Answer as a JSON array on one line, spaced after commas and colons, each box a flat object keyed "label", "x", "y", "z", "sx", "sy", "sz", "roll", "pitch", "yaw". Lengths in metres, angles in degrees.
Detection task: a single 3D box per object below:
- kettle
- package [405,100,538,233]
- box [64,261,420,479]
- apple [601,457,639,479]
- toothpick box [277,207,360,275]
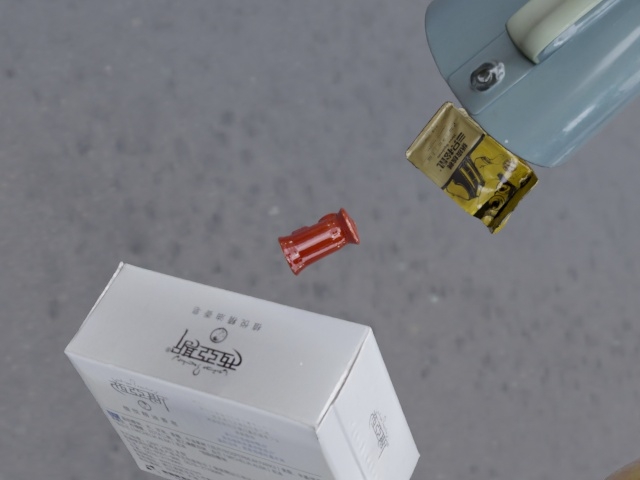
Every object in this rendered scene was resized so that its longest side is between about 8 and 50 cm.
[{"label": "kettle", "x": 0.197, "y": -0.179, "z": 1.068, "sx": 0.210, "sy": 0.243, "sz": 0.160, "roll": -21, "pitch": 75, "yaw": -54}, {"label": "package", "x": 0.147, "y": -0.066, "z": 1.421, "sx": 0.071, "sy": 0.131, "sz": 0.047, "roll": -54, "pitch": 151, "yaw": 12}, {"label": "box", "x": -0.068, "y": 0.149, "z": 1.390, "sx": 0.116, "sy": 0.274, "sz": 0.203, "roll": -59, "pitch": 146, "yaw": -29}, {"label": "apple", "x": 0.341, "y": 0.357, "z": 1.251, "sx": 0.391, "sy": 0.346, "sz": 0.391, "roll": 3, "pitch": 73, "yaw": -10}, {"label": "toothpick box", "x": 0.000, "y": 0.000, "z": 1.645, "sx": 0.047, "sy": 0.083, "sz": 0.047, "roll": 63, "pitch": 4, "yaw": -8}]
